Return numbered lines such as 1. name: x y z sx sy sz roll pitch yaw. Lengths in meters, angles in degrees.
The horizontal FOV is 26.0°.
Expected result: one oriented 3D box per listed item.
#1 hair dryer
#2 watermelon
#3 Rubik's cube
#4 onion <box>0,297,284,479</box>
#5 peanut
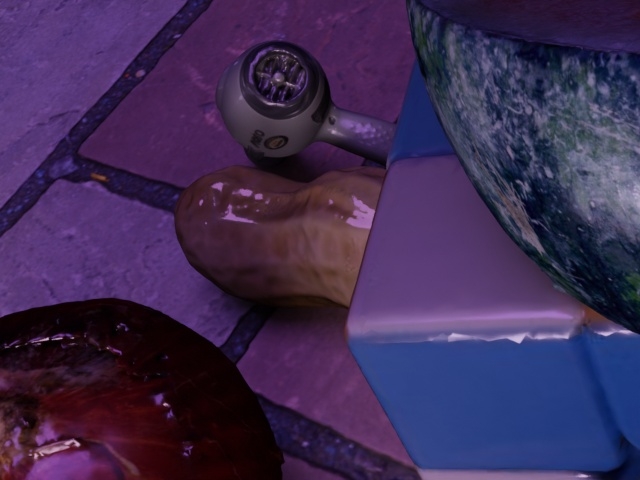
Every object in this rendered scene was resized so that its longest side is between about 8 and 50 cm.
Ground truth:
1. hair dryer: 0.025 -0.073 1.143 0.092 0.267 0.229 -68 19 -10
2. watermelon: 0.165 -0.048 0.543 0.226 0.148 0.318 -21 27 -18
3. Rubik's cube: 0.252 0.016 0.756 0.347 0.347 0.344 -4 49 25
4. onion: -0.159 0.171 0.895 0.276 0.276 0.276 -14 45 15
5. peanut: 0.000 0.000 1.055 0.274 0.125 0.111 7 49 30
